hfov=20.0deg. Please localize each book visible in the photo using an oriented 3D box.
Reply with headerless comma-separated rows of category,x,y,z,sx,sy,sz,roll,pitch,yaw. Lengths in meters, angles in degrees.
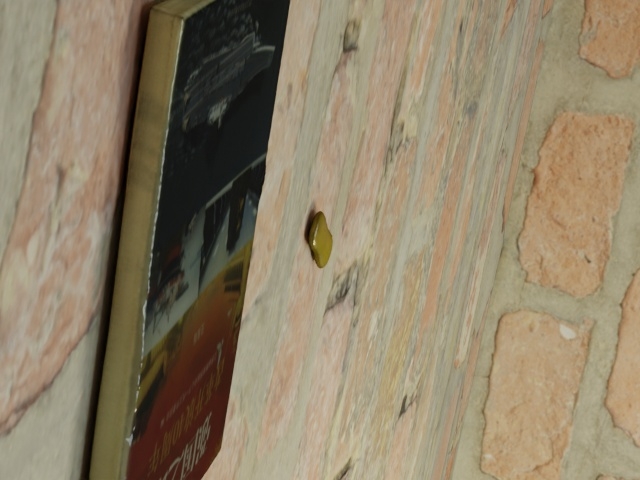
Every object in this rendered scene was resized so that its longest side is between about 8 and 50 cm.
book,-0.082,0.014,1.159,0.262,0.028,0.374,-52,152,-69

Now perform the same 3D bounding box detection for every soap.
soap,0.000,0.000,1.590,0.089,0.012,0.034,71,34,-70
